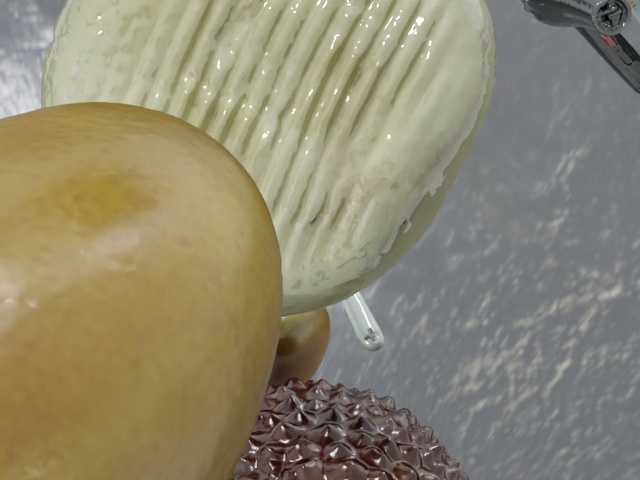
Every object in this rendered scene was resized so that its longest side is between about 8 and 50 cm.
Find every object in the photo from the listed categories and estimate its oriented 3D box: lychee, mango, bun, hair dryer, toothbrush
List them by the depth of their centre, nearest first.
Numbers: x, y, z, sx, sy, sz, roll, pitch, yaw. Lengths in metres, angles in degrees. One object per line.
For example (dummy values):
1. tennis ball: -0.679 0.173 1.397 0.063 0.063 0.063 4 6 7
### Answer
1. mango: -0.161 0.070 0.677 0.378 0.264 0.221 -44 122 -36
2. bun: -0.041 -0.122 1.278 0.361 0.213 0.361 0 95 -5
3. lychee: 0.001 0.277 1.497 0.306 0.330 0.306 5 81 -33
4. mango: -0.038 0.096 1.610 0.102 0.184 0.085 -40 75 -16
5. toothbrush: 0.000 0.001 1.725 0.030 0.030 0.304 -17 53 -14
6. hair dryer: 0.347 -0.225 1.879 0.272 0.235 0.091 40 96 -25

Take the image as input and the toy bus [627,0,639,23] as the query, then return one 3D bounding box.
1. toy bus: 0.426 -0.272 1.925 0.089 0.087 0.194 -23 45 -10
